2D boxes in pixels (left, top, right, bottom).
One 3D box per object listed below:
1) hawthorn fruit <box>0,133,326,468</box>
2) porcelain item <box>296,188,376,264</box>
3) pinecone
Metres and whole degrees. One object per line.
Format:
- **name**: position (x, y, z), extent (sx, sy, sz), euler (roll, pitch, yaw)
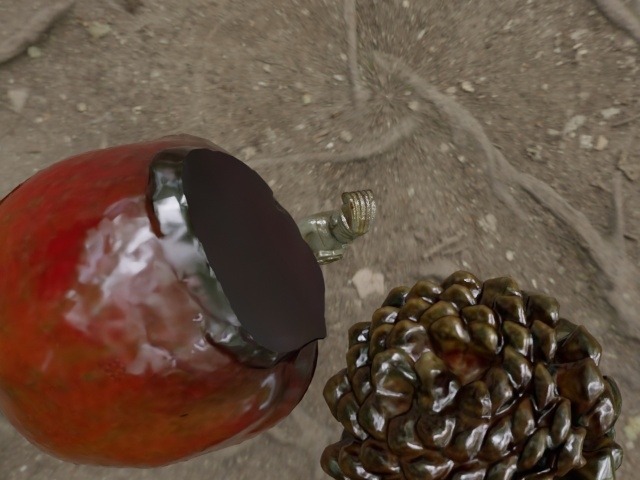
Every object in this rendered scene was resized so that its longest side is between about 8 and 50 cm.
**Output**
- **hawthorn fruit**: position (-0.122, 0.048, 0.531), extent (0.249, 0.215, 0.215), euler (-22, 97, 2)
- **porcelain item**: position (0.000, 0.000, 0.938), extent (0.084, 0.213, 0.054), euler (-11, 78, -31)
- **pinecone**: position (0.206, 0.256, 1.107), extent (0.397, 0.398, 0.398), euler (1, 100, 4)
